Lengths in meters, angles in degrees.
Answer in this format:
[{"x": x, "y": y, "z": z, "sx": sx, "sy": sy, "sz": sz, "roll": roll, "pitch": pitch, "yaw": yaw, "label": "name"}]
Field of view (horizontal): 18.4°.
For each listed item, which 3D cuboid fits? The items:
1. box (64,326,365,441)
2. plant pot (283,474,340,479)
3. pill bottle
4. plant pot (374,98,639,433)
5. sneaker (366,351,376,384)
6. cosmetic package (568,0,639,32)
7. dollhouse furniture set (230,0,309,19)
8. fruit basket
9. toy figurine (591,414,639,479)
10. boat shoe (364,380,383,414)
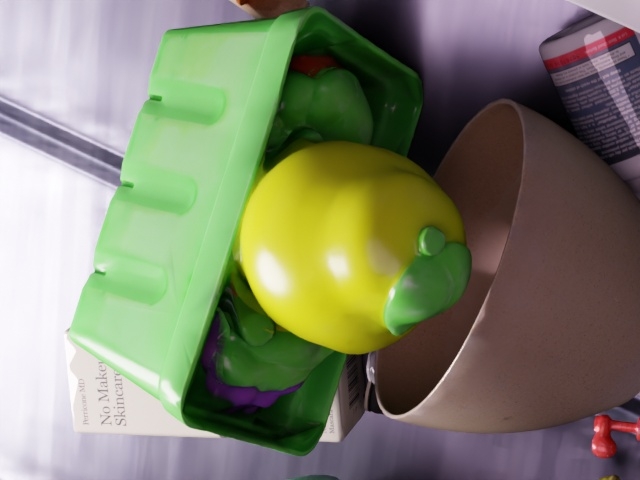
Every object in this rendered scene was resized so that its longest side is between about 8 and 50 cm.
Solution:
[{"x": -0.100, "y": 0.126, "z": 1.900, "sx": 0.275, "sy": 0.094, "sz": 0.113, "roll": -1, "pitch": 104, "yaw": 17, "label": "box"}, {"x": -0.027, "y": 0.341, "z": 1.862, "sx": 0.293, "sy": 0.293, "sz": 0.196, "roll": -30, "pitch": 68, "yaw": 22, "label": "plant pot"}, {"x": 0.272, "y": -0.110, "z": 1.714, "sx": 0.108, "sy": 0.108, "sz": 0.180, "roll": -23, "pitch": 97, "yaw": 21, "label": "pill bottle"}, {"x": 0.190, "y": 0.045, "z": 1.671, "sx": 0.191, "sy": 0.284, "sz": 0.284, "roll": 20, "pitch": 111, "yaw": -13, "label": "plant pot"}, {"x": 0.149, "y": 0.118, "z": 1.804, "sx": 0.215, "sy": 0.083, "sz": 0.084, "roll": -1, "pitch": 116, "yaw": 3, "label": "sneaker"}, {"x": 0.327, "y": -0.231, "z": 1.600, "sx": 0.224, "sy": 0.224, "sz": 0.138, "roll": 26, "pitch": 113, "yaw": 9, "label": "cosmetic package"}, {"x": 0.011, "y": -0.315, "z": 1.666, "sx": 0.135, "sy": 0.262, "sz": 0.259, "roll": 37, "pitch": 75, "yaw": 15, "label": "dollhouse furniture set"}, {"x": 0.000, "y": 0.000, "z": 1.676, "sx": 0.392, "sy": 0.283, "sz": 0.392, "roll": -7, "pitch": 74, "yaw": 27, "label": "fruit basket"}, {"x": 0.311, "y": 0.188, "z": 1.699, "sx": 0.191, "sy": 0.217, "sz": 0.362, "roll": 7, "pitch": 97, "yaw": 18, "label": "toy figurine"}, {"x": 0.080, "y": 0.110, "z": 1.866, "sx": 0.042, "sy": 0.049, "sz": 0.133, "roll": 30, "pitch": 107, "yaw": 16, "label": "boat shoe"}]
